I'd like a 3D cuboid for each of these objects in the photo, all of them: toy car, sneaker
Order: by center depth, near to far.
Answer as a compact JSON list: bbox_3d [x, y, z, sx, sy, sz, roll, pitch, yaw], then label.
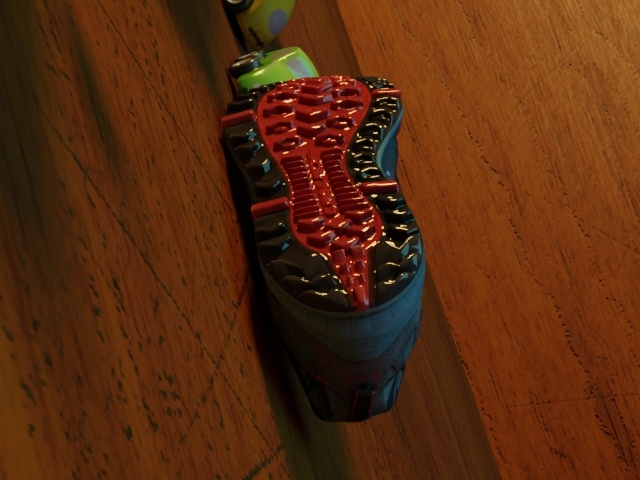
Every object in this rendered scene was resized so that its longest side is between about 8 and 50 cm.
[{"bbox_3d":[0.000,0.000,0.847,0.262,0.104,0.125,-93,179,-56],"label":"sneaker"},{"bbox_3d":[-0.022,-0.112,1.063,0.225,0.053,0.239,-86,155,-75],"label":"toy car"}]
